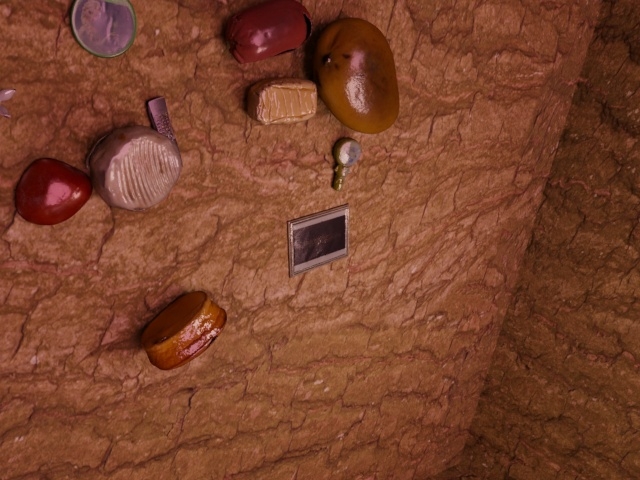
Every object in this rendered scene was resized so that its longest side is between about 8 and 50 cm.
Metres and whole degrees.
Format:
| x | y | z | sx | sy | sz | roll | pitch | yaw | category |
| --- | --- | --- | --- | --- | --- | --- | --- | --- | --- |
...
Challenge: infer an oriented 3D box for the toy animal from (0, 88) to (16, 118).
| x | y | z | sx | sy | sz | roll | pitch | yaw | category |
| --- | --- | --- | --- | --- | --- | --- | --- | --- | --- |
| -0.757 | -0.315 | 1.184 | 0.124 | 0.085 | 0.071 | 7 | 86 | -48 | toy animal |

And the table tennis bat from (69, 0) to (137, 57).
| x | y | z | sx | sy | sz | roll | pitch | yaw | category |
| --- | --- | --- | --- | --- | --- | --- | --- | --- | --- |
| -0.518 | -0.577 | 1.302 | 0.160 | 0.039 | 0.257 | 0 | 111 | -43 | table tennis bat |

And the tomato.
| x | y | z | sx | sy | sz | roll | pitch | yaw | category |
| --- | --- | --- | --- | --- | --- | --- | --- | --- | --- |
| -0.665 | -0.110 | 1.345 | 0.166 | 0.082 | 0.174 | 32 | 84 | -45 | tomato |

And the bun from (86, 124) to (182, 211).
| x | y | z | sx | sy | sz | roll | pitch | yaw | category |
| --- | --- | --- | --- | --- | --- | --- | --- | --- | --- |
| -0.497 | -0.195 | 1.415 | 0.239 | 0.141 | 0.239 | -24 | 129 | -35 | bun |

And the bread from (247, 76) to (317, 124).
| x | y | z | sx | sy | sz | roll | pitch | yaw | category |
| --- | --- | --- | --- | --- | --- | --- | --- | --- | --- |
| -0.121 | -0.433 | 1.659 | 0.236 | 0.106 | 0.140 | -16 | 120 | -35 | bread |

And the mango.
| x | y | z | sx | sy | sz | roll | pitch | yaw | category |
| --- | --- | --- | --- | --- | --- | --- | --- | --- | --- |
| 0.135 | -0.527 | 1.776 | 0.445 | 0.220 | 0.301 | 39 | 75 | -53 | mango |

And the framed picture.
| x | y | z | sx | sy | sz | roll | pitch | yaw | category |
| --- | --- | --- | --- | --- | --- | --- | --- | --- | --- |
| 0.000 | 0.000 | 2.015 | 0.293 | 0.018 | 0.231 | -19 | 120 | -34 | framed picture |

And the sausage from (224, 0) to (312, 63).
| x | y | z | sx | sy | sz | roll | pitch | yaw | category |
| --- | --- | --- | --- | --- | --- | --- | --- | --- | --- |
| -0.145 | -0.603 | 1.536 | 0.279 | 0.152 | 0.152 | -31 | 126 | -28 | sausage |

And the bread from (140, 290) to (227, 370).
| x | y | z | sx | sy | sz | roll | pitch | yaw | category |
| --- | --- | --- | --- | --- | --- | --- | --- | --- | --- |
| -0.419 | 0.280 | 1.654 | 0.269 | 0.195 | 0.143 | -43 | 121 | -22 | bread |

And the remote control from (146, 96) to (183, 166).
| x | y | z | sx | sy | sz | roll | pitch | yaw | category |
| --- | --- | --- | --- | --- | --- | --- | --- | --- | --- |
| -0.436 | -0.295 | 1.501 | 0.059 | 0.028 | 0.212 | -29 | 126 | -33 | remote control |

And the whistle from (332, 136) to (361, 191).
| x | y | z | sx | sy | sz | roll | pitch | yaw | category |
| --- | --- | --- | --- | --- | --- | --- | --- | --- | --- |
| 0.083 | -0.278 | 1.948 | 0.104 | 0.057 | 0.198 | 3 | 114 | -31 | whistle |
